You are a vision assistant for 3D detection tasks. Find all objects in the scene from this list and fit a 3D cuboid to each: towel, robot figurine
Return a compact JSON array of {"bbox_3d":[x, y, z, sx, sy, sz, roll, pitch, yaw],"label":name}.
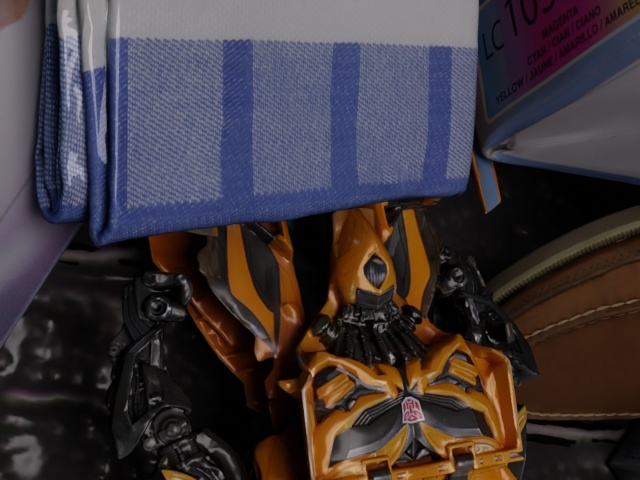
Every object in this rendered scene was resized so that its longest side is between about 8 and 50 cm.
[{"bbox_3d":[-0.012,-0.148,0.483,0.209,0.034,0.285,-9,102,-48],"label":"towel"},{"bbox_3d":[0.000,0.000,0.634,0.211,0.085,0.291,-6,75,-30],"label":"robot figurine"}]

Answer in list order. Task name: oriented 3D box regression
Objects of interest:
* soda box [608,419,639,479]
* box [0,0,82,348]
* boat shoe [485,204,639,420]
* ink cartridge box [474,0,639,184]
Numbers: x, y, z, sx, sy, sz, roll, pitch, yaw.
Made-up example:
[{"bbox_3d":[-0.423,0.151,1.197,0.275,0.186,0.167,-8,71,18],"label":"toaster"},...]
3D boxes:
[{"bbox_3d":[0.291,0.196,0.835,0.091,0.098,0.286,-49,112,-27],"label":"soda box"},{"bbox_3d":[-0.178,-0.149,0.469,0.294,0.182,0.296,46,62,-35],"label":"box"},{"bbox_3d":[0.222,0.044,0.714,0.307,0.104,0.111,-13,138,-1],"label":"boat shoe"},{"bbox_3d":[0.189,-0.229,0.735,0.270,0.151,0.395,8,66,-34],"label":"ink cartridge box"}]
